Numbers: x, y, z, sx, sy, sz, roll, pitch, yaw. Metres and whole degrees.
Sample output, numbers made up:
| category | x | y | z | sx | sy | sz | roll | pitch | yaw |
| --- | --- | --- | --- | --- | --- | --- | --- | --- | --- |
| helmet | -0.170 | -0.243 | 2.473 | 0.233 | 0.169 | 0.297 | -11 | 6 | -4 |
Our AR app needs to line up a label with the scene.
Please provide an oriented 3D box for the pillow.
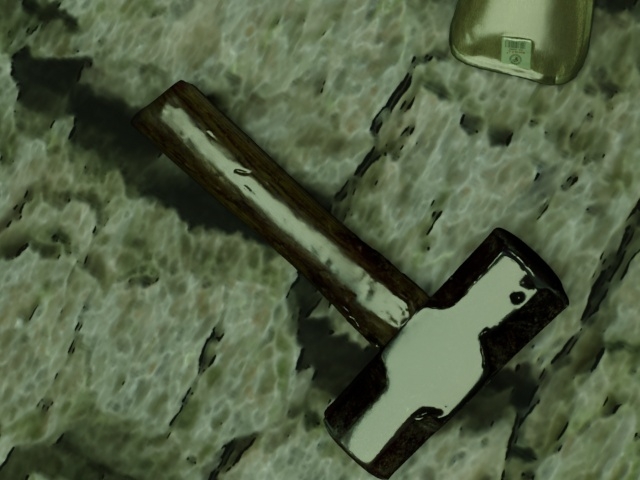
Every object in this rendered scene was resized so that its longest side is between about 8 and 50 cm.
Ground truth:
| category | x | y | z | sx | sy | sz | roll | pitch | yaw |
| --- | --- | --- | --- | --- | --- | --- | --- | --- | --- |
| pillow | 0.194 | -0.249 | 1.649 | 0.130 | 0.033 | 0.217 | 13 | 95 | 5 |

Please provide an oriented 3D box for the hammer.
| category | x | y | z | sx | sy | sz | roll | pitch | yaw |
| --- | --- | --- | --- | --- | --- | --- | --- | --- | --- |
| hammer | 0.000 | 0.000 | 1.697 | 0.409 | 0.095 | 0.242 | 43 | 101 | 9 |
